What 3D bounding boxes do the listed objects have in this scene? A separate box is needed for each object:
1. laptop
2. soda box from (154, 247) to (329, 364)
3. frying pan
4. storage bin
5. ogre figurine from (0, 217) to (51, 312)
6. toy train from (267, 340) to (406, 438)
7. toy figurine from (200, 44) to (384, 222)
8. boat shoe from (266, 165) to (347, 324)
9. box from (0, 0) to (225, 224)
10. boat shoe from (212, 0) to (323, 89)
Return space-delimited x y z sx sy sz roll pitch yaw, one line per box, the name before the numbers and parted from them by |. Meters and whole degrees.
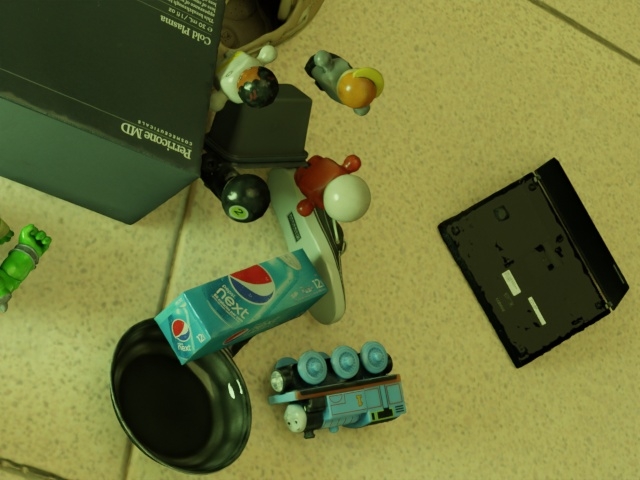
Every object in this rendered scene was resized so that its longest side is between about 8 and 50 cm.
laptop | 0.317 0.026 2.222 0.264 0.136 0.234 -30 89 -14
soda box | -0.091 0.077 1.822 0.210 0.071 0.067 -21 74 -46
frying pan | -0.155 0.137 1.811 0.197 0.053 0.326 35 43 -21
storage bin | -0.078 -0.153 1.943 0.135 0.091 0.098 -2 29 -37
ogre figurine | -0.400 0.010 1.657 0.197 0.097 0.118 35 42 -33
toy train | 0.021 0.186 1.900 0.184 0.080 0.105 -6 81 -38
toy figurine | -0.037 -0.126 1.826 0.213 0.148 0.209 2 107 -24
boat shoe | 0.000 0.000 1.960 0.070 0.078 0.219 -8 75 -37
box | -0.304 -0.234 1.771 0.343 0.179 0.312 22 59 -27
boat shoe | -0.062 -0.320 2.025 0.121 0.110 0.341 47 52 -11
